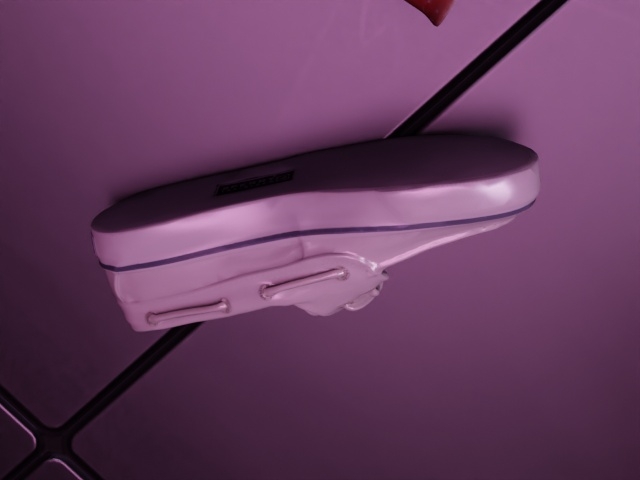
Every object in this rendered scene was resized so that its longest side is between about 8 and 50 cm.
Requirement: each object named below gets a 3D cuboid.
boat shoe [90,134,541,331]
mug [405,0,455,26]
[{"bbox_3d":[0.000,0.000,0.670,0.258,0.095,0.084,-8,112,17],"label":"boat shoe"},{"bbox_3d":[0.021,-0.210,0.599,0.169,0.150,0.113,28,144,-2],"label":"mug"}]
